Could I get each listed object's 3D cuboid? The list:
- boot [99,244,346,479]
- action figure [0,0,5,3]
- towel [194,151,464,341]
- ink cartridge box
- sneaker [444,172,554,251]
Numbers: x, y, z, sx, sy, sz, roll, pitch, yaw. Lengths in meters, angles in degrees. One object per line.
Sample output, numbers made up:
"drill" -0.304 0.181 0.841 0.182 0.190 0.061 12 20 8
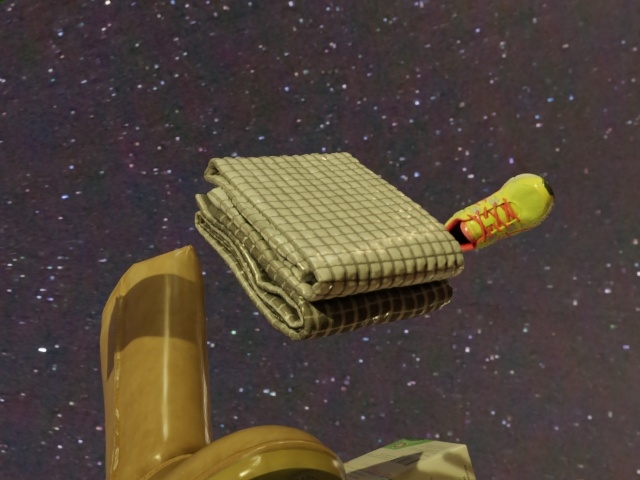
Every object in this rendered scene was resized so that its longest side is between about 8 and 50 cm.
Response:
"boot" -0.091 0.098 0.452 0.089 0.236 0.269 24 -148 -30
"action figure" -0.208 -0.123 0.314 0.137 0.232 0.063 19 -124 -64
"towel" 0.000 0.000 0.854 0.235 0.284 0.121 -8 -55 -36
"ink cartridge box" 0.062 0.315 0.821 0.213 0.154 0.093 -13 -96 -22
"sneaker" 0.258 -0.028 1.043 0.094 0.208 0.081 -27 -96 -43
